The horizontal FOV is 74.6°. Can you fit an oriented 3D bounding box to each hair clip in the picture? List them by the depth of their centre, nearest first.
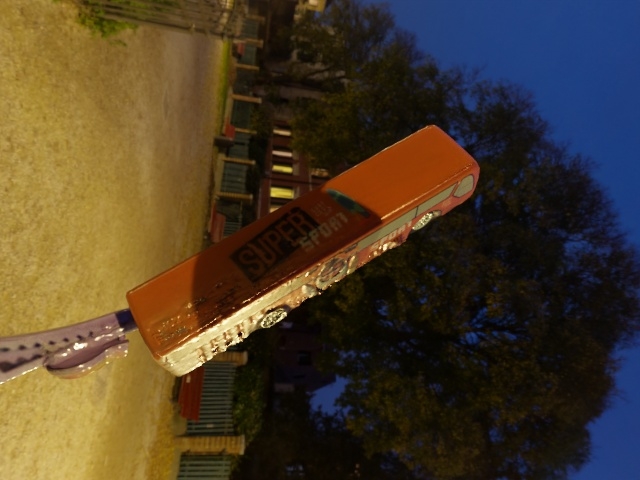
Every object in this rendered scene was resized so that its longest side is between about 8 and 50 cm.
[{"bbox_3d":[-0.343,0.138,0.523,0.137,0.278,0.090,-9,-96,48],"label":"hair clip"}]

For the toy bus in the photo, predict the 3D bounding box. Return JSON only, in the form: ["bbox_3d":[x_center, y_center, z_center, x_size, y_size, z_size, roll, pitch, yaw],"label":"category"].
[{"bbox_3d":[0.000,0.000,0.466,0.093,0.409,0.092,52,-16,25],"label":"toy bus"}]
